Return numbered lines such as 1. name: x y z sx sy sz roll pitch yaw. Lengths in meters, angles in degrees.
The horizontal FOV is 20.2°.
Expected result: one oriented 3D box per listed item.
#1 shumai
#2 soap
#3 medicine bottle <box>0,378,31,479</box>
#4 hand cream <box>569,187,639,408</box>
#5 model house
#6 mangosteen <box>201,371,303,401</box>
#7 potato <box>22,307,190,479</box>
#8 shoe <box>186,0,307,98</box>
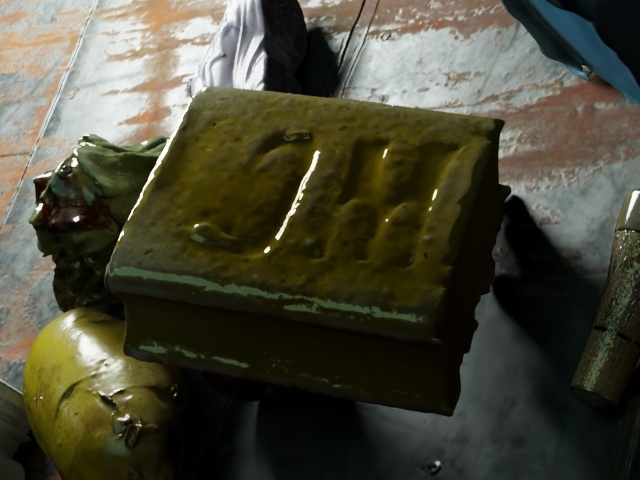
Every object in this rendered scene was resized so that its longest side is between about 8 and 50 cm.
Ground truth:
1. shumai: -0.232 -0.036 2.008 0.256 0.218 0.189 -40 50 10
2. soap: 0.000 0.000 1.724 0.335 0.156 0.293 9 52 18
3. medicine bottle: -0.438 0.295 1.994 0.179 0.124 0.324 22 73 43
4. hand cream: 0.276 0.056 1.599 0.084 0.084 0.203 14 74 46
5. model house: 0.325 -0.288 1.697 0.303 0.237 0.215 -44 41 5
6. mangosteen: -0.053 0.108 1.817 0.140 0.140 0.140 -23 47 26
7. potato: -0.222 0.180 1.882 0.173 0.140 0.300 -53 35 5
8. shoe: -0.095 -0.210 2.109 0.138 0.095 0.245 -18 56 27
